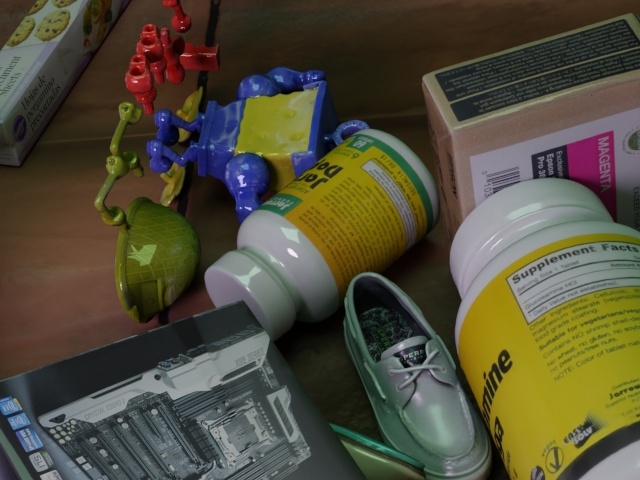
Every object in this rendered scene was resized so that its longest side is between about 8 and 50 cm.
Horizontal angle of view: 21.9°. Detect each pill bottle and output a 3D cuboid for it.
[{"bbox_3d":[0.000,0.000,1.487,0.208,0.117,0.118,-39,49,-26],"label":"pill bottle"},{"bbox_3d":[0.214,0.107,1.273,0.188,0.188,0.334,-16,42,-4],"label":"pill bottle"}]

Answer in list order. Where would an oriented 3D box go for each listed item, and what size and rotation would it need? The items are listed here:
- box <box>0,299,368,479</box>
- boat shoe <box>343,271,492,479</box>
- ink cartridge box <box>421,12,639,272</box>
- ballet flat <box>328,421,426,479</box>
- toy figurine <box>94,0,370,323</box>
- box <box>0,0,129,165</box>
[{"bbox_3d":[-0.084,0.209,1.196,0.242,0.076,0.307,-17,59,-34],"label":"box"},{"bbox_3d":[0.072,0.112,1.377,0.079,0.081,0.227,-21,43,-10],"label":"boat shoe"},{"bbox_3d":[0.200,-0.057,1.416,0.193,0.234,0.088,-17,43,-4],"label":"ink cartridge box"},{"bbox_3d":[-0.024,0.168,1.353,0.248,0.086,0.086,25,54,36],"label":"ballet flat"},{"bbox_3d":[-0.063,-0.095,1.562,0.217,0.191,0.362,1,45,7],"label":"toy figurine"},{"bbox_3d":[-0.296,-0.211,1.820,0.067,0.063,0.324,7,46,21],"label":"box"}]
